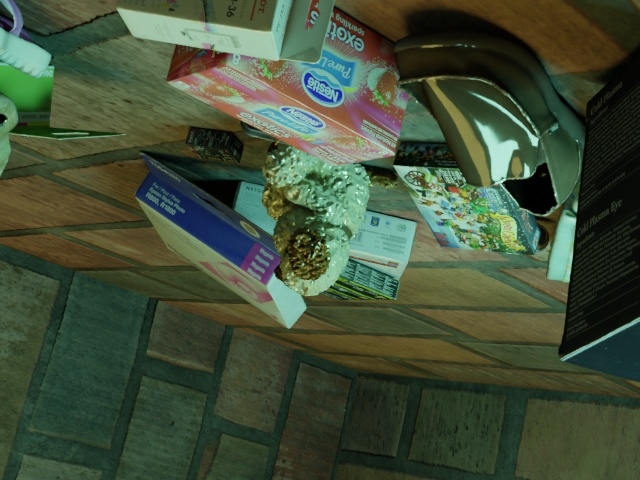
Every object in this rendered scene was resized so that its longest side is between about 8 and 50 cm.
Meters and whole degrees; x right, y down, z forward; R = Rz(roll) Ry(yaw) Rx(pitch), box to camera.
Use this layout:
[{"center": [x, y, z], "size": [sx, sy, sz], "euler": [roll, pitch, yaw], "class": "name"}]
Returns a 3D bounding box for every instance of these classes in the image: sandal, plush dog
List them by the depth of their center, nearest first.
[{"center": [-0.415, -0.293, 1.246], "size": [0.169, 0.102, 0.416], "euler": [29, 178, -2], "class": "sandal"}, {"center": [-0.002, -0.023, 1.642], "size": [0.210, 0.226, 0.262], "euler": [13, 166, 0], "class": "plush dog"}]

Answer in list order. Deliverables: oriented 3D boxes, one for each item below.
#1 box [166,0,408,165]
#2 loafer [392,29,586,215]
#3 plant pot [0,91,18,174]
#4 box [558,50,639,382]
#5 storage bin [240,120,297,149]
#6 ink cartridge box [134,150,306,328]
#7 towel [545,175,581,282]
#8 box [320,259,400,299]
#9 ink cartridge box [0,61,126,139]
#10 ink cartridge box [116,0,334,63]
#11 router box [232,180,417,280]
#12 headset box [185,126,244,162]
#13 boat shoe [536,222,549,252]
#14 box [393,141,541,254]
[{"center": [-0.027, -0.192, 1.192], "size": [0.256, 0.128, 0.122], "euler": [24, 163, -36], "class": "box"}, {"center": [0.211, -0.126, 1.224], "size": [0.133, 0.130, 0.366], "euler": [0, 161, 43], "class": "loafer"}, {"center": [-0.554, -0.150, 1.274], "size": [0.305, 0.334, 0.334], "euler": [30, 166, 1], "class": "plant pot"}, {"center": [0.449, -0.001, 1.077], "size": [0.343, 0.313, 0.179], "euler": [15, 156, -10], "class": "box"}, {"center": [-0.034, -0.176, 1.360], "size": [0.135, 0.098, 0.091], "euler": [13, 156, 1], "class": "storage bin"}, {"center": [-0.192, 0.008, 1.957], "size": [0.324, 0.071, 0.330], "euler": [33, 166, 21], "class": "ink cartridge box"}, {"center": [0.514, 0.015, 1.598], "size": [0.320, 0.090, 0.374], "euler": [11, 167, 10], "class": "towel"}, {"center": [0.023, 0.068, 2.024], "size": [0.190, 0.045, 0.184], "euler": [23, 161, -34], "class": "box"}, {"center": [-0.423, -0.202, 1.469], "size": [0.255, 0.097, 0.189], "euler": [9, -171, 16], "class": "ink cartridge box"}, {"center": [-0.087, -0.250, 1.042], "size": [0.198, 0.115, 0.067], "euler": [10, 166, 7], "class": "ink cartridge box"}, {"center": [0.000, 0.000, 2.039], "size": [0.335, 0.082, 0.301], "euler": [13, 167, 1], "class": "router box"}, {"center": [-0.173, -0.153, 1.692], "size": [0.083, 0.032, 0.062], "euler": [10, 165, 18], "class": "headset box"}, {"center": [0.287, -0.025, 1.702], "size": [0.183, 0.066, 0.066], "euler": [14, 165, -3], "class": "boat shoe"}, {"center": [0.222, -0.060, 1.566], "size": [0.159, 0.044, 0.233], "euler": [6, 152, 30], "class": "box"}]
